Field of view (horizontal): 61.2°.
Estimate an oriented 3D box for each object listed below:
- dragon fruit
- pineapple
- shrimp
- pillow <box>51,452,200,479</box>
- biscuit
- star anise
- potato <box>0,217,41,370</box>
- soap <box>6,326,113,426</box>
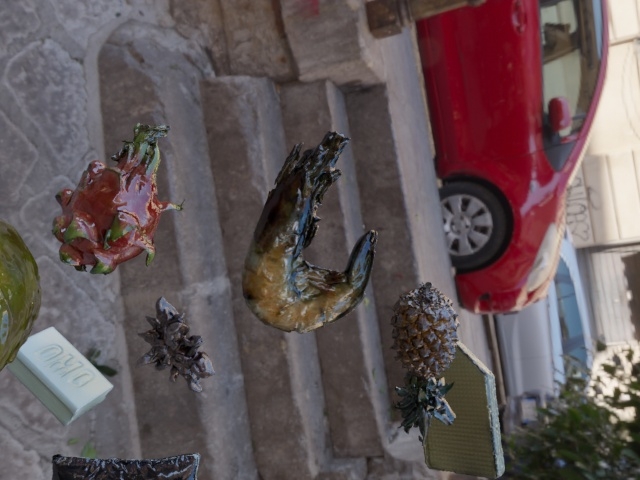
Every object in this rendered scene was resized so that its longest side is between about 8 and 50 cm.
[{"bbox_3d":[-0.272,-0.056,0.757,0.236,0.135,0.137,-56,145,-11],"label":"dragon fruit"},{"bbox_3d":[0.130,0.144,0.676,0.103,0.083,0.221,-72,160,-60],"label":"pineapple"},{"bbox_3d":[0.000,0.000,0.940,0.071,0.233,0.365,-120,-128,-71],"label":"shrimp"},{"bbox_3d":[-0.288,0.381,0.801,0.055,0.208,0.141,-137,-127,-75],"label":"pillow"},{"bbox_3d":[0.264,0.314,1.039,0.052,0.150,0.252,6,76,-51],"label":"biscuit"},{"bbox_3d":[-0.397,0.294,1.472,0.129,0.212,0.283,-39,110,-58],"label":"star anise"},{"bbox_3d":[-0.280,0.052,0.356,0.176,0.298,0.141,-28,98,-31],"label":"potato"},{"bbox_3d":[-0.564,0.289,1.166,0.198,0.066,0.119,41,21,7],"label":"soap"}]
